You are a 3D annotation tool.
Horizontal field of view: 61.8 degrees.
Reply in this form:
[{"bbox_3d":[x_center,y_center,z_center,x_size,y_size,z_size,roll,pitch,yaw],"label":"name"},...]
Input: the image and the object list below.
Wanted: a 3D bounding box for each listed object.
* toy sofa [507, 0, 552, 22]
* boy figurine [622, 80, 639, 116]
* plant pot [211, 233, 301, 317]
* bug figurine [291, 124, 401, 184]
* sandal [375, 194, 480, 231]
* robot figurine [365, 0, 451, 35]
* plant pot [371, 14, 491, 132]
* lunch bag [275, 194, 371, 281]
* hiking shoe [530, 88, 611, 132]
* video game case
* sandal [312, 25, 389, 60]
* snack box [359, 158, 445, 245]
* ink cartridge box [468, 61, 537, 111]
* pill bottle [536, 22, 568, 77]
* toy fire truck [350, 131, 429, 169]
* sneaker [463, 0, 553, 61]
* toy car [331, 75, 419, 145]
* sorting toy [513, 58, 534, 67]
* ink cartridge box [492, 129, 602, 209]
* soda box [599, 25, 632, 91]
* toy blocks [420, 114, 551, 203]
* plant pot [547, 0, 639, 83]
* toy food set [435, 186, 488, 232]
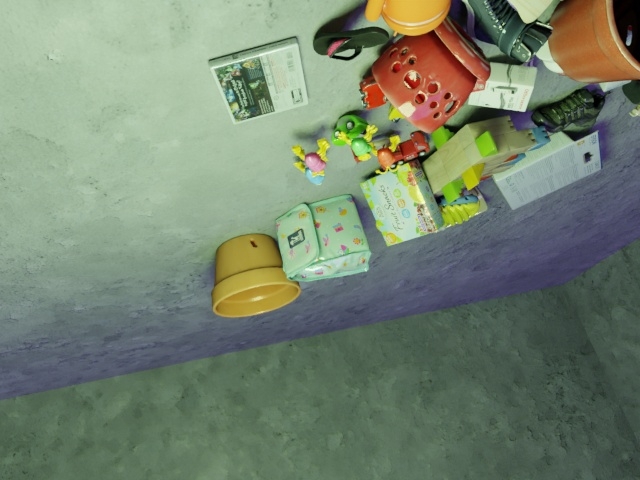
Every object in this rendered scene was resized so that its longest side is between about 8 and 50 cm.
[{"bbox_3d":[0.274,-0.490,0.791,0.363,0.150,0.177,6,146,-42],"label":"toy sofa"},{"bbox_3d":[0.971,-0.409,1.516,0.285,0.092,0.177,6,147,-35],"label":"boy figurine"},{"bbox_3d":[-0.227,0.110,1.776,0.291,0.203,0.291,-13,157,-6],"label":"plant pot"},{"bbox_3d":[0.056,-0.197,1.308,0.279,0.072,0.216,-12,168,18],"label":"bug figurine"},{"bbox_3d":[0.326,-0.113,1.651,0.318,0.138,0.126,-5,155,11],"label":"sandal"},{"bbox_3d":[0.154,-0.431,0.882,0.128,0.158,0.219,18,164,17],"label":"robot figurine"},{"bbox_3d":[0.226,-0.341,1.069,0.191,0.191,0.174,11,136,-47],"label":"plant pot"},{"bbox_3d":[0.000,0.000,1.647,0.263,0.223,0.160,-11,151,-6],"label":"lunch bag"},{"bbox_3d":[0.678,-0.365,1.458,0.227,0.086,0.114,-13,144,-21],"label":"hiking shoe"},{"bbox_3d":[-0.119,-0.320,1.094,0.173,0.022,0.190,-16,158,-1],"label":"video game case"},{"bbox_3d":[0.048,-0.358,0.990,0.067,0.040,0.179,7,-178,-43],"label":"sandal"},{"bbox_3d":[0.234,-0.106,1.536,0.175,0.207,0.070,-19,-173,39],"label":"snack box"},{"bbox_3d":[0.420,-0.357,1.241,0.136,0.056,0.099,11,161,13],"label":"ink cartridge box"},{"bbox_3d":[0.562,-0.422,1.194,0.180,0.107,0.108,2,151,-36],"label":"pill bottle"},{"bbox_3d":[0.189,-0.247,1.428,0.192,0.047,0.135,-22,157,14],"label":"toy fire truck"},{"bbox_3d":[0.341,-0.418,0.972,0.086,0.163,0.226,-49,155,5],"label":"sneaker"},{"bbox_3d":[0.109,-0.297,1.248,0.225,0.053,0.239,-30,158,36],"label":"toy car"},{"bbox_3d":[0.482,-0.400,1.284,0.075,0.044,0.083,-34,144,11],"label":"sorting toy"},{"bbox_3d":[0.756,-0.242,1.786,0.330,0.071,0.324,-28,154,19],"label":"ink cartridge box"},{"bbox_3d":[0.711,-0.451,1.268,0.069,0.073,0.216,-20,157,9],"label":"soda box"},{"bbox_3d":[0.447,-0.234,1.495,0.261,0.190,0.381,-16,169,-24],"label":"toy blocks"},{"bbox_3d":[0.574,-0.407,0.980,0.273,0.272,0.265,-15,-171,-3],"label":"plant pot"},{"bbox_3d":[0.434,-0.117,1.828,0.220,0.092,0.306,-25,156,21],"label":"toy food set"}]
